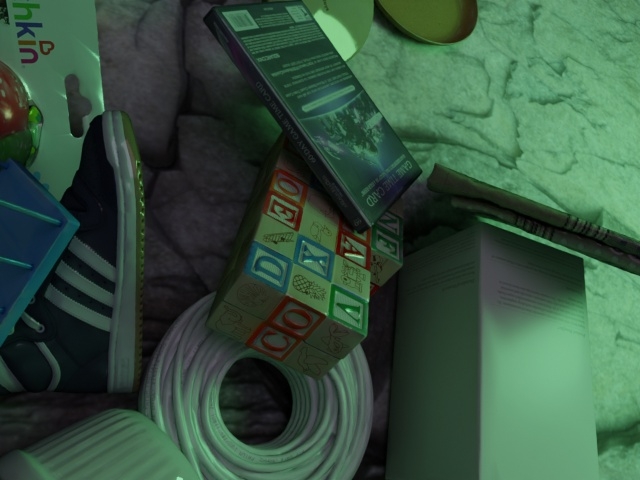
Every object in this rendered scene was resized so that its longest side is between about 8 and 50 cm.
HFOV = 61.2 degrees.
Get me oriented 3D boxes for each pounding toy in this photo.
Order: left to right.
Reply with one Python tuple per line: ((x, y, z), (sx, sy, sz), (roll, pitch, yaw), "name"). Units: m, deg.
((-0.025, -0.313, 0.784), (0.182, 0.110, 0.237), (-7, 103, -35), "pounding toy")

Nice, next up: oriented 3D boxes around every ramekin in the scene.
((-0.168, 0.241, 0.449), (0.109, 0.207, 0.207), (-31, 88, -40), "ramekin")

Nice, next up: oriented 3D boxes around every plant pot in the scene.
((0.174, -0.438, 0.950), (0.236, 0.032, 0.237), (8, 70, -23), "plant pot")

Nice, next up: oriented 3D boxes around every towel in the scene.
((0.293, -0.013, 0.688), (0.324, 0.312, 0.056), (25, 102, 16), "towel")

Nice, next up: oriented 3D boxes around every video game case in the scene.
((0.008, -0.158, 0.633), (0.274, 0.026, 0.196), (54, 35, -5), "video game case")

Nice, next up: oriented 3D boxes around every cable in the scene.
((-0.062, 0.174, 0.587), (0.257, 0.089, 0.257), (-31, 87, -32), "cable")

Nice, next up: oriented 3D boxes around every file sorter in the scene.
((-0.290, 0.016, 0.398), (0.118, 0.104, 0.170), (35, 91, 32), "file sorter")

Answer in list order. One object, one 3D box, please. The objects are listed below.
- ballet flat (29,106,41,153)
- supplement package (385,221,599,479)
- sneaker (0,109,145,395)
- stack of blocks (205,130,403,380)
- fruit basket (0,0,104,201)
((-0.397, -0.150, 0.541), (0.230, 0.077, 0.077), (16, 60, -20), "ballet flat")
((0.205, 0.157, 0.672), (0.177, 0.175, 0.293), (17, 66, -22), "supplement package")
((-0.238, 0.023, 0.483), (0.153, 0.099, 0.283), (0, 113, -20), "sneaker")
((0.000, 0.000, 0.608), (0.171, 0.087, 0.297), (28, 36, -15), "stack of blocks")
((-0.354, -0.104, 0.435), (0.352, 0.165, 0.328), (-8, 117, -27), "fruit basket")
